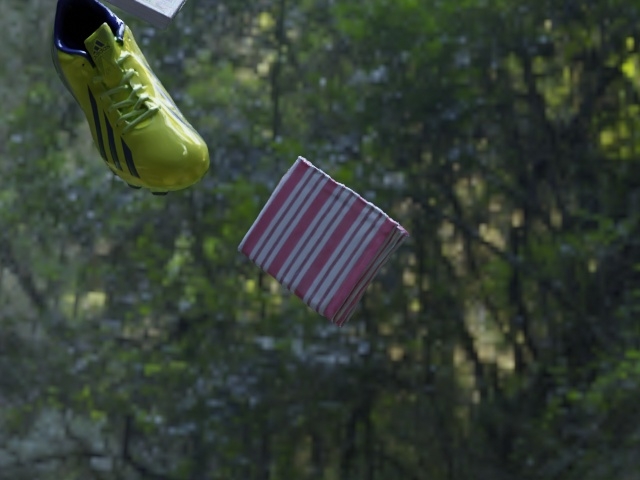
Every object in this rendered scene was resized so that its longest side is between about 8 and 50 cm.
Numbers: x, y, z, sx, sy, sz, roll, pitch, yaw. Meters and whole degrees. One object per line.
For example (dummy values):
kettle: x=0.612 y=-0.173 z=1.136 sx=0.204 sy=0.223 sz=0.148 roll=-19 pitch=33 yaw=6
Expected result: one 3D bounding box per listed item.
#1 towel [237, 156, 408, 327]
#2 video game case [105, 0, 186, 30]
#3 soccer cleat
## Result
towel: x=0.000 y=0.000 z=1.981 sx=0.197 sy=0.144 sz=0.029 roll=36 pitch=1 yaw=37
video game case: x=-0.265 y=-0.361 z=2.112 sx=0.212 sy=0.193 sz=0.023 roll=26 pitch=-58 yaw=-3
soccer cleat: x=-0.204 y=-0.153 z=1.671 sx=0.093 sy=0.289 sz=0.121 roll=-25 pitch=-43 yaw=-16
